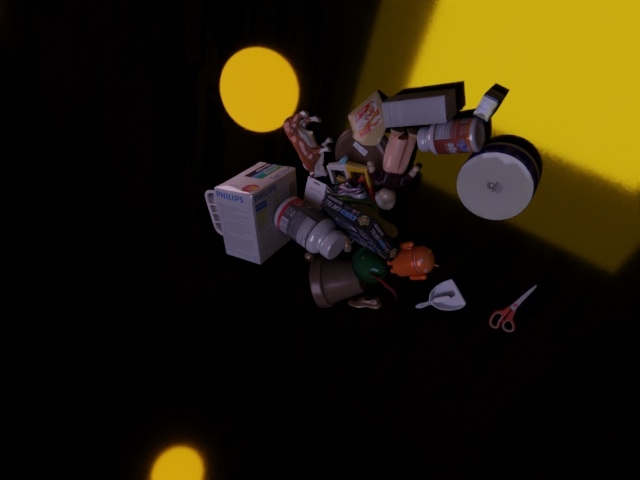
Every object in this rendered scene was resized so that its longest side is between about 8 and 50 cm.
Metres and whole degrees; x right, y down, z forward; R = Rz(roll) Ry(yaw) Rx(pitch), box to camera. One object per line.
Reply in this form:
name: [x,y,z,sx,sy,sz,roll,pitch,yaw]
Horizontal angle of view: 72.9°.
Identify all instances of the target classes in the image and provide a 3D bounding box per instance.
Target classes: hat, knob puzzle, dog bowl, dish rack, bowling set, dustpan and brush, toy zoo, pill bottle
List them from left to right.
dish rack: [-0.477,-0.155,2.416,0.333,0.072,0.285,7,122,32]
pill bottle: [-0.043,-0.052,1.967,0.319,0.176,0.176,36,134,25]
bowling set: [0.000,0.000,2.095,0.287,0.200,0.154,9,122,27]
toy zoo: [0.139,-0.241,1.884,0.192,0.030,0.293,11,142,29]
knob puzzle: [0.201,-0.460,1.713,0.213,0.030,0.213,1,92,47]
hat: [0.261,0.125,1.953,0.209,0.172,0.183,29,176,-11]
dustpan and brush: [0.531,0.270,1.977,0.211,0.060,0.147,-23,104,42]
pill bottle: [0.465,-0.371,1.556,0.216,0.121,0.121,4,121,40]
dog bowl: [0.632,-0.211,1.557,0.265,0.104,0.264,18,127,25]

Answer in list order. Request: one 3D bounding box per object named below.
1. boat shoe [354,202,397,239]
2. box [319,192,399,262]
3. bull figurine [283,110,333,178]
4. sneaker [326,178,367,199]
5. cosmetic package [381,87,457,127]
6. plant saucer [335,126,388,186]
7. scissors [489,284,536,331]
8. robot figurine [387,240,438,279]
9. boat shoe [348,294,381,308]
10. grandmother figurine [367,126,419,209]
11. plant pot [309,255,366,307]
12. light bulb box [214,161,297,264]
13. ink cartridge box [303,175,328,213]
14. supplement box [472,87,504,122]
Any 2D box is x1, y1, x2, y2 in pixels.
boat shoe: [0.233,-0.075,1.920,0.233,0.084,0.079,36,145,-17]
box: [0.168,-0.052,1.861,0.296,0.073,0.293,34,173,40]
bull figurine: [-0.045,-0.421,1.911,0.188,0.101,0.310,-27,103,39]
sneaker: [0.113,-0.231,1.843,0.178,0.072,0.077,8,129,21]
cosmetic package: [0.357,-0.477,1.565,0.238,0.127,0.107,1,118,33]
plant saucer: [0.176,-0.348,1.841,0.278,0.041,0.277,19,127,26]
scissors: [0.798,0.277,1.816,0.109,0.021,0.297,25,132,23]
robot figurine: [0.403,0.090,1.904,0.220,0.128,0.158,-12,70,40]
boat shoe: [0.226,0.308,2.224,0.178,0.064,0.060,2,114,28]
grandmother figurine: [0.288,-0.279,1.737,0.208,0.104,0.342,14,123,7]
plant pot: [0.096,0.192,2.132,0.230,0.263,0.263,-8,114,21]
light bulb box: [-0.289,-0.143,2.089,0.225,0.358,0.360,14,125,26]
ink cartridge box: [-0.017,-0.219,2.048,0.104,0.061,0.181,29,132,17]
supplement box: [0.565,-0.455,1.458,0.056,0.083,0.083,33,133,13]
